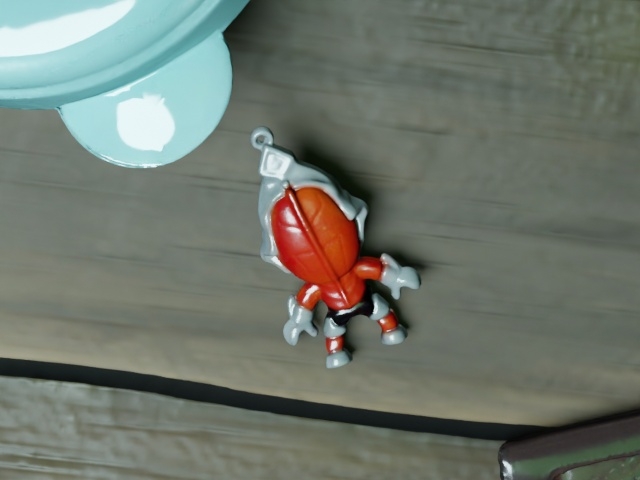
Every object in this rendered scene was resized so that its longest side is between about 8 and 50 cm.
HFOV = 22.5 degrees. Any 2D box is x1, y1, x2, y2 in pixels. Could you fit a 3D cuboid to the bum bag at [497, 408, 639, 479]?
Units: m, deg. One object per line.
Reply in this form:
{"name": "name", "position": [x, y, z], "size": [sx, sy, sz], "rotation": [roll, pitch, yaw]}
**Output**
{"name": "bum bag", "position": [0.143, 0.152, 0.715], "size": [0.109, 0.026, 0.159], "rotation": [-11, 100, -2]}

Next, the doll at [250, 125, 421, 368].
{"name": "doll", "position": [0.000, -0.001, 0.686], "size": [0.057, 0.039, 0.114], "rotation": [-15, 111, 30]}

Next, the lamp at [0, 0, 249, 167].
{"name": "lamp", "position": [-0.134, -0.168, 0.610], "size": [0.284, 0.147, 0.209], "rotation": [29, 90, -13]}
